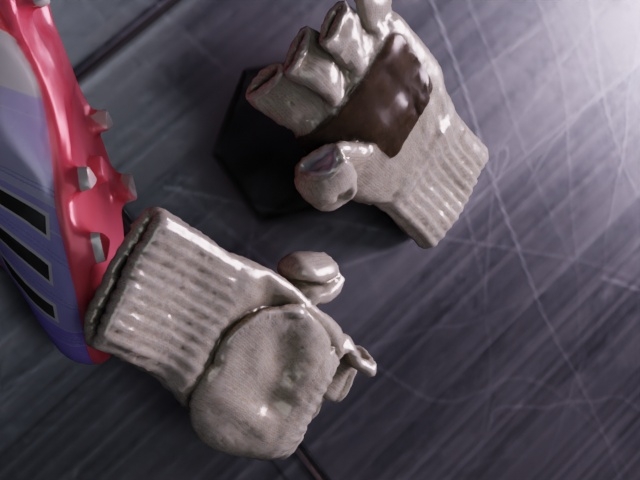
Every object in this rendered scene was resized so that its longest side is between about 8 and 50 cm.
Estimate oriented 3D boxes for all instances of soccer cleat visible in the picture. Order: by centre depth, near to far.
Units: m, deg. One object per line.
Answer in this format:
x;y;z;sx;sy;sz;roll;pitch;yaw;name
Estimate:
-0.153;-0.052;0.655;0.095;0.083;0.248;-7;116;10;soccer cleat

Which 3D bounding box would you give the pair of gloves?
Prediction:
0.000;0.000;0.720;0.240;0.042;0.204;-55;141;-12;pair of gloves
